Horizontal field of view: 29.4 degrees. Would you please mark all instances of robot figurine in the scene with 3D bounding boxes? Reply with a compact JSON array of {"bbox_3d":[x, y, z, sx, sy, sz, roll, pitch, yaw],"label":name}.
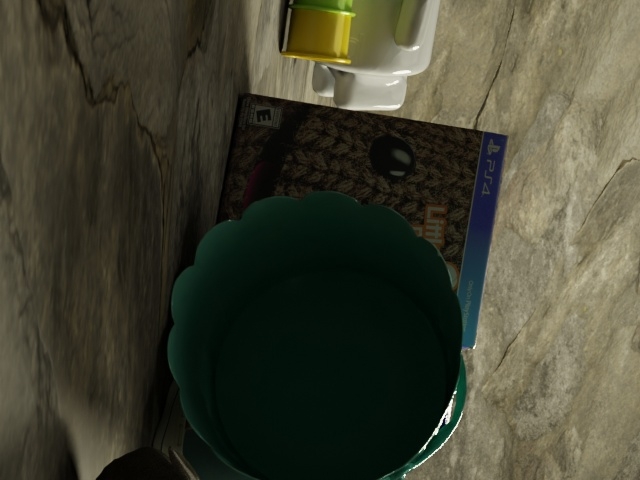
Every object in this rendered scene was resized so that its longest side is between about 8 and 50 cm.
[{"bbox_3d":[0.078,-0.370,1.775,0.300,0.200,0.353,35,-57,52],"label":"robot figurine"}]

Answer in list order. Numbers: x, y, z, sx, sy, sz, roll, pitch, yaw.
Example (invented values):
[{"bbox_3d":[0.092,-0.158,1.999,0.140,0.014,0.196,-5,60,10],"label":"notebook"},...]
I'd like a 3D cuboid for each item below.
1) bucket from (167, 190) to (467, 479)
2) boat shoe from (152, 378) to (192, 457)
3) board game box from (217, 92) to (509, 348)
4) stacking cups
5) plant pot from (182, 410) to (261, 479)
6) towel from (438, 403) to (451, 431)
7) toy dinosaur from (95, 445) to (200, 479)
[{"bbox_3d":[0.004,0.109,1.135,0.183,0.281,0.281,74,25,-71],"label":"bucket"},{"bbox_3d":[-0.130,0.165,1.147,0.100,0.035,0.035,-77,175,-48],"label":"boat shoe"},{"bbox_3d":[0.041,-0.016,1.345,0.141,0.291,0.232,69,30,-84],"label":"board game box"},{"bbox_3d":[0.011,-0.394,1.603,0.096,0.096,0.316,-48,145,-84],"label":"stacking cups"},{"bbox_3d":[-0.060,0.286,1.321,0.290,0.195,0.290,9,90,-87],"label":"plant pot"},{"bbox_3d":[0.090,0.117,1.682,0.308,0.076,0.228,55,-19,35],"label":"towel"},{"bbox_3d":[-0.133,0.217,0.836,0.160,0.121,0.313,-95,-177,-46],"label":"toy dinosaur"}]
